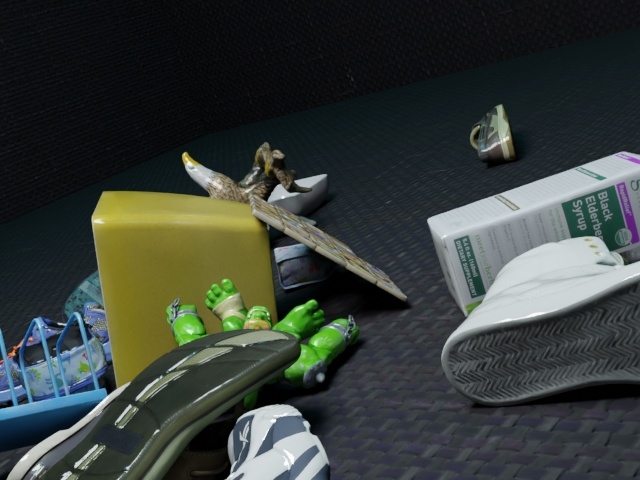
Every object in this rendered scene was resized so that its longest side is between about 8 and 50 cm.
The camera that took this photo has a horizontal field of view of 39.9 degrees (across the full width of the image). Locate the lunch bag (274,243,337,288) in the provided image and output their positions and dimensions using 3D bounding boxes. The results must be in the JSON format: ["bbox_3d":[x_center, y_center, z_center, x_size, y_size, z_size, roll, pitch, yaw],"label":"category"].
[{"bbox_3d":[-0.020,0.029,1.220,0.083,0.053,0.071,-10,15,-2],"label":"lunch bag"}]

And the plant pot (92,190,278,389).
[{"bbox_3d":[-0.153,0.047,1.040,0.187,0.212,0.212,-8,12,-9],"label":"plant pot"}]

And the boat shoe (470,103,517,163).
[{"bbox_3d":[0.303,-0.190,1.577,0.073,0.080,0.223,-11,19,9],"label":"boat shoe"}]

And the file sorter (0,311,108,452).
[{"bbox_3d":[-0.319,0.146,0.876,0.170,0.105,0.118,-8,-24,-32],"label":"file sorter"}]

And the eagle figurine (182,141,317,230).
[{"bbox_3d":[-0.177,-0.045,1.481,0.298,0.225,0.226,-44,-26,-1],"label":"eagle figurine"}]

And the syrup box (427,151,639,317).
[{"bbox_3d":[0.242,-0.009,0.928,0.236,0.093,0.096,-18,13,1],"label":"syrup box"}]

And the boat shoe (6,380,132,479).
[{"bbox_3d":[-0.203,0.198,0.837,0.065,0.075,0.206,33,29,15],"label":"boat shoe"}]

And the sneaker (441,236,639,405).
[{"bbox_3d":[0.253,0.039,0.702,0.292,0.108,0.169,-12,18,31],"label":"sneaker"}]

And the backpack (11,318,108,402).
[{"bbox_3d":[-0.301,0.153,1.041,0.105,0.084,0.114,-25,10,-20],"label":"backpack"}]

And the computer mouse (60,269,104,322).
[{"bbox_3d":[-0.243,0.069,1.306,0.184,0.060,0.262,27,66,21],"label":"computer mouse"}]

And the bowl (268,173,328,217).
[{"bbox_3d":[-0.059,-0.073,1.662,0.142,0.053,0.142,-10,17,32],"label":"bowl"}]

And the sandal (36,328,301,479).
[{"bbox_3d":[-0.135,0.180,0.746,0.303,0.086,0.120,-43,29,-25],"label":"sandal"}]

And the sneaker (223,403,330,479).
[{"bbox_3d":[-0.063,0.188,0.567,0.153,0.094,0.235,-14,22,-18],"label":"sneaker"}]

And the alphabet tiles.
[{"bbox_3d":[0.000,0.000,1.080,0.009,0.198,0.237,-60,10,5],"label":"alphabet tiles"}]

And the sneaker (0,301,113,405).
[{"bbox_3d":[-0.369,0.145,1.159,0.221,0.087,0.083,-22,13,-14],"label":"sneaker"}]

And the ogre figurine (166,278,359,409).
[{"bbox_3d":[-0.061,0.104,0.893,0.197,0.097,0.118,24,21,-9],"label":"ogre figurine"}]
